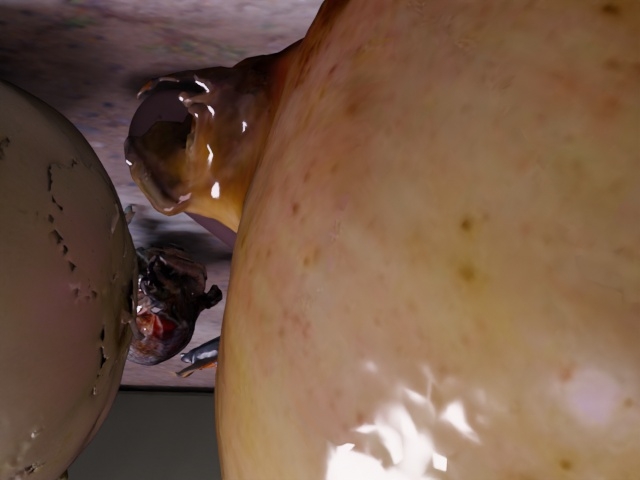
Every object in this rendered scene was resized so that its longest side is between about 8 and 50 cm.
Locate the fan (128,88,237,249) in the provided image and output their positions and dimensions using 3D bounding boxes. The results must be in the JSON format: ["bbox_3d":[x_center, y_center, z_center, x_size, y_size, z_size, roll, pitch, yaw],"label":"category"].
[{"bbox_3d":[0.000,0.000,0.922,0.130,0.074,0.244,29,174,44],"label":"fan"}]

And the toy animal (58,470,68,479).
[{"bbox_3d":[-0.195,0.069,1.114,0.155,0.095,0.219,27,-175,-7],"label":"toy animal"}]

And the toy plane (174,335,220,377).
[{"bbox_3d":[0.007,0.038,1.084,0.188,0.062,0.135,-27,-174,4],"label":"toy plane"}]

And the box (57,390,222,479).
[{"bbox_3d":[-0.144,0.167,1.471,0.225,0.086,0.129,1,162,4],"label":"box"}]

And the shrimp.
[{"bbox_3d":[-0.099,0.031,1.073,0.075,0.073,0.190,-39,176,-8],"label":"shrimp"}]

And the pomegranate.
[{"bbox_3d":[0.094,0.013,0.620,0.338,0.338,0.338,2,162,1],"label":"pomegranate"}]

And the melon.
[{"bbox_3d":[-0.228,0.025,0.822,0.317,0.223,0.223,-1,162,11],"label":"melon"}]
